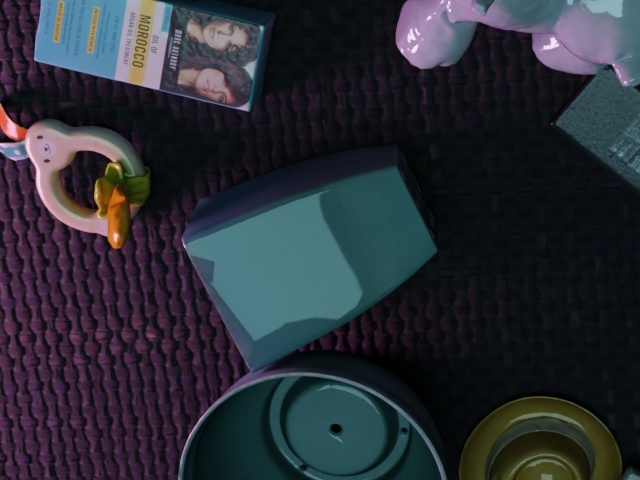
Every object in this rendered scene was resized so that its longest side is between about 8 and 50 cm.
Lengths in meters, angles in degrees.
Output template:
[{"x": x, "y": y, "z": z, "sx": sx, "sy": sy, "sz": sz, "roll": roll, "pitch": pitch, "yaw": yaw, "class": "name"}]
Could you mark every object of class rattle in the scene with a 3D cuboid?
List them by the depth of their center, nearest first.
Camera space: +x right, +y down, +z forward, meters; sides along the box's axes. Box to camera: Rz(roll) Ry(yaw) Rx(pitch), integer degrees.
[{"x": -0.293, "y": -0.068, "z": 2.025, "sx": 0.200, "sy": 0.142, "sz": 0.130, "roll": 35, "pitch": 131, "yaw": -10, "class": "rattle"}]

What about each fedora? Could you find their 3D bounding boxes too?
[{"x": 0.245, "y": 0.273, "z": 2.078, "sx": 0.194, "sy": 0.079, "sz": 0.194, "roll": 4, "pitch": 111, "yaw": 10, "class": "fedora"}]

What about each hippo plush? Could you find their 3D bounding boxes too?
[{"x": 0.228, "y": -0.276, "z": 1.814, "sx": 0.237, "sy": 0.294, "sz": 0.234, "roll": 11, "pitch": 81, "yaw": -14, "class": "hippo plush"}]

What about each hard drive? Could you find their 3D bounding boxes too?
[{"x": 0.323, "y": -0.117, "z": 1.951, "sx": 0.135, "sy": 0.022, "sz": 0.094, "roll": 38, "pitch": 112, "yaw": -5, "class": "hard drive"}]

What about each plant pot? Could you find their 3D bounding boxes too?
[{"x": 0.000, "y": 0.000, "z": 1.983, "sx": 0.234, "sy": 0.165, "sz": 0.165, "roll": -25, "pitch": 104, "yaw": 11, "class": "plant pot"}, {"x": 0.008, "y": 0.240, "z": 2.046, "sx": 0.293, "sy": 0.196, "sz": 0.293, "roll": 4, "pitch": 111, "yaw": 9, "class": "plant pot"}]

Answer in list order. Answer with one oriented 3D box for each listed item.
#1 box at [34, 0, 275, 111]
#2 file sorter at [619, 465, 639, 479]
[{"x": -0.179, "y": -0.218, "z": 1.986, "sx": 0.244, "sy": 0.060, "sz": 0.100, "roll": 13, "pitch": 112, "yaw": 6, "class": "box"}, {"x": 0.364, "y": 0.437, "z": 2.052, "sx": 0.193, "sy": 0.173, "sz": 0.277, "roll": 25, "pitch": 113, "yaw": -9, "class": "file sorter"}]
